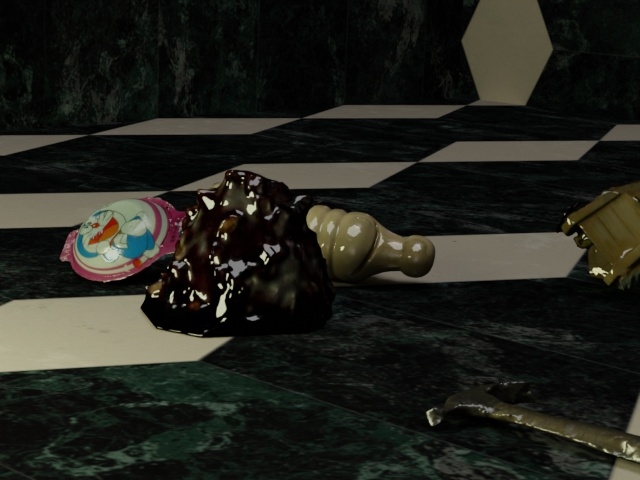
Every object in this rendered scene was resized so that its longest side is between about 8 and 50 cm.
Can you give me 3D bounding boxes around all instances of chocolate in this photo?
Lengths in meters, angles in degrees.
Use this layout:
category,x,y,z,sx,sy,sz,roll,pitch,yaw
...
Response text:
category,x,y,z,sx,sy,sz,roll,pitch,yaw
chocolate,-0.091,0.001,1.741,0.224,0.177,0.206,0,11,-18

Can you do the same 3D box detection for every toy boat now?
category,x,y,z,sx,sy,sz,roll,pitch,yaw
toy boat,0.482,-0.013,2.062,0.445,0.162,0.136,-14,59,-49

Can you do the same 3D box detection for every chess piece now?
category,x,y,z,sx,sy,sz,roll,pitch,yaw
chess piece,0.000,0.000,1.959,0.307,0.124,0.139,8,-15,12

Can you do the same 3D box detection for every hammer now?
category,x,y,z,sx,sy,sz,roll,pitch,yaw
hammer,0.239,0.175,1.311,0.297,0.027,0.125,12,19,41

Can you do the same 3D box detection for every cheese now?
category,x,y,z,sx,sy,sz,roll,pitch,yaw
cheese,-0.220,-0.006,1.899,0.244,0.062,0.155,-5,44,19
